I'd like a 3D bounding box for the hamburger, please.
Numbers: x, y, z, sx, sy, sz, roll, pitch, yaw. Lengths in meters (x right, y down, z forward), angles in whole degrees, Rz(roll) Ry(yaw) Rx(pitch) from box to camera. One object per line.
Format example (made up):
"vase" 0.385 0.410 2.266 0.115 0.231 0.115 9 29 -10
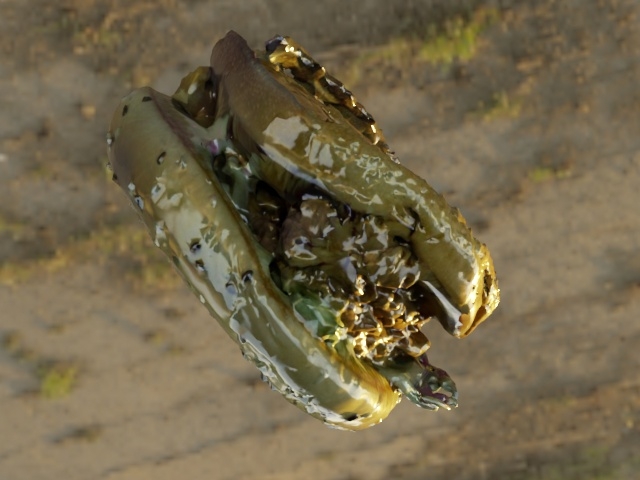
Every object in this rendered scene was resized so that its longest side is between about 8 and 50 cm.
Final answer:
"hamburger" 0.000 0.000 1.208 0.195 0.277 0.318 -40 133 5
